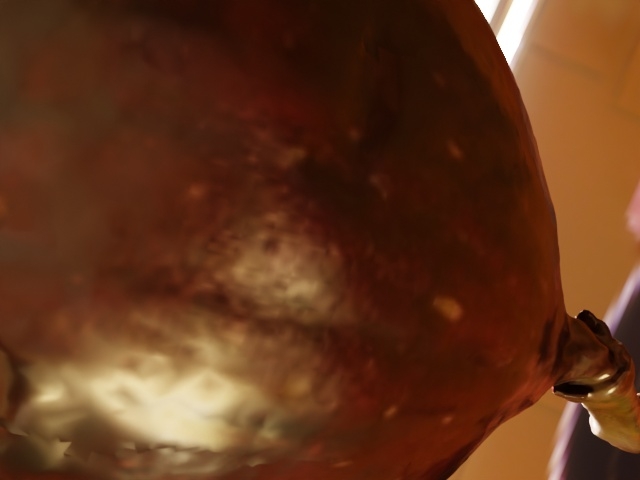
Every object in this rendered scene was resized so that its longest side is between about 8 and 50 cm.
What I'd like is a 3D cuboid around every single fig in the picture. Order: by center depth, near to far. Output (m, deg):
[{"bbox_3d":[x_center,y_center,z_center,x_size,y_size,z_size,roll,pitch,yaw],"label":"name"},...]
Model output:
[{"bbox_3d":[-0.008,0.006,0.477,0.186,0.250,0.203,-71,1,-59],"label":"fig"}]
